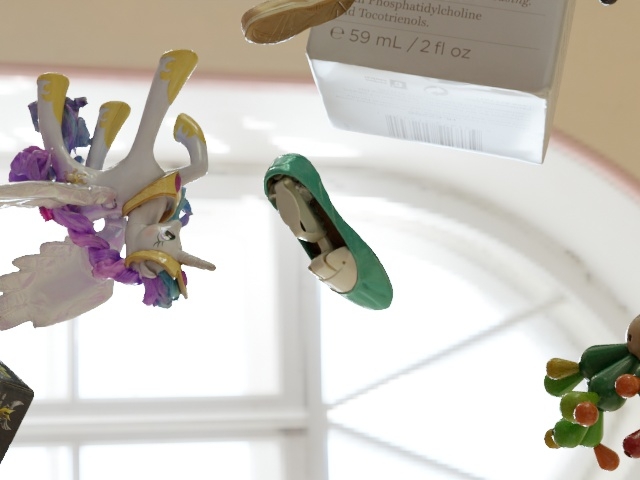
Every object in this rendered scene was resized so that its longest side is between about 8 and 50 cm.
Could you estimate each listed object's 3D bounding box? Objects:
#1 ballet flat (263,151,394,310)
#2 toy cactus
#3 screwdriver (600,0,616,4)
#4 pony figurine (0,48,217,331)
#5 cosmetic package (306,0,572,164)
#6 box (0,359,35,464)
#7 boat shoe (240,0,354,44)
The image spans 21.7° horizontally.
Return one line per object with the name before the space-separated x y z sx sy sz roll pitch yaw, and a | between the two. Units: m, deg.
ballet flat | 0.000 0.000 2.181 0.083 0.087 0.247 -36 -95 38
toy cactus | 0.282 0.124 1.496 0.180 0.112 0.219 -48 -175 -8
screwdriver | 0.273 -0.248 1.535 0.170 0.024 0.025 -60 167 -60
pony figurine | -0.302 -0.057 2.167 0.303 0.350 0.364 68 16 -54
cosmetic package | 0.188 -0.355 2.299 0.327 0.329 0.394 64 36 -75
box | -0.444 0.241 1.972 0.183 0.059 0.233 27 -89 50
boat shoe | -0.035 -0.283 1.990 0.059 0.170 0.063 52 -40 18
